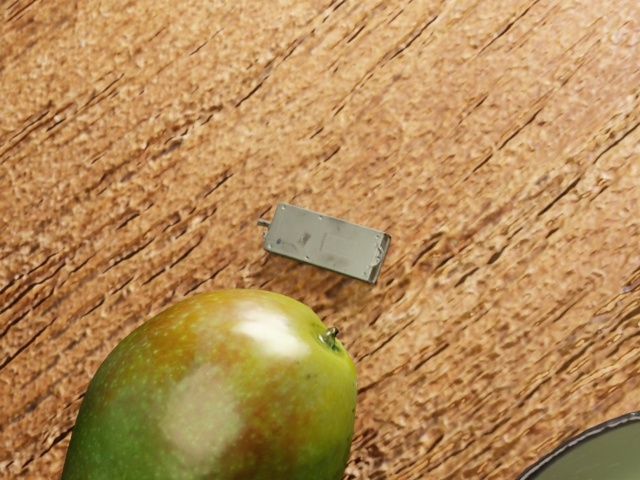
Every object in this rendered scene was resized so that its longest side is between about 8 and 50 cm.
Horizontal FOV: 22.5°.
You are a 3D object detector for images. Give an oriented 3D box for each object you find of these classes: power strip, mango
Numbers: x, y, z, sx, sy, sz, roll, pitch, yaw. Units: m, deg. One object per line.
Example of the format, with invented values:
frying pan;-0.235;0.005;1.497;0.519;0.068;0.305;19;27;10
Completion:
power strip;0.000;0.000;1.446;0.136;0.019;0.051;16;86;29
mango;-0.116;0.209;1.352;0.225;0.201;0.382;32;104;8

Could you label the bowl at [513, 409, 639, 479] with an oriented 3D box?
bowl;0.280;0.300;1.127;0.354;0.185;0.353;-8;72;25
